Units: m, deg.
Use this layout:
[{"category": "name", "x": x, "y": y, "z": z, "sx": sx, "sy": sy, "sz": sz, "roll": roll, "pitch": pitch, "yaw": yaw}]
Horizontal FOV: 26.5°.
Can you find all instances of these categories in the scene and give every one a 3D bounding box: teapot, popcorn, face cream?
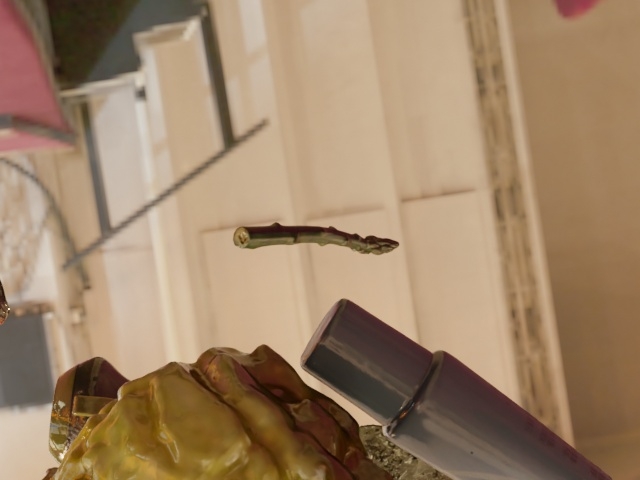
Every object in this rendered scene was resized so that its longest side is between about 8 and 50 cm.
[{"category": "teapot", "x": -0.218, "y": 0.184, "z": 1.408, "sx": 0.119, "sy": 0.130, "sz": 0.166, "roll": 5, "pitch": 165, "yaw": -5}, {"category": "popcorn", "x": -0.068, "y": 0.212, "z": 1.026, "sx": 0.237, "sy": 0.293, "sz": 0.293, "roll": -49, "pitch": -178, "yaw": 0}, {"category": "face cream", "x": 0.158, "y": 0.179, "z": 1.115, "sx": 0.385, "sy": 0.086, "sz": 0.135, "roll": 34, "pitch": 168, "yaw": -5}]

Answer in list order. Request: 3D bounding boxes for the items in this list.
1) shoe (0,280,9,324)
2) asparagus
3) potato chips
[{"category": "shoe", "x": -0.287, "y": -0.001, "z": 1.003, "sx": 0.132, "sy": 0.336, "sz": 0.171, "roll": 12, "pitch": 165, "yaw": 40}, {"category": "asparagus", "x": 0.000, "y": 0.000, "z": 0.790, "sx": 0.016, "sy": 0.016, "sz": 0.163, "roll": -46, "pitch": 156, "yaw": 22}, {"category": "potato chips", "x": 0.082, "y": 0.271, "z": 1.556, "sx": 0.209, "sy": 0.142, "sz": 0.026, "roll": 32, "pitch": -170, "yaw": -26}]
